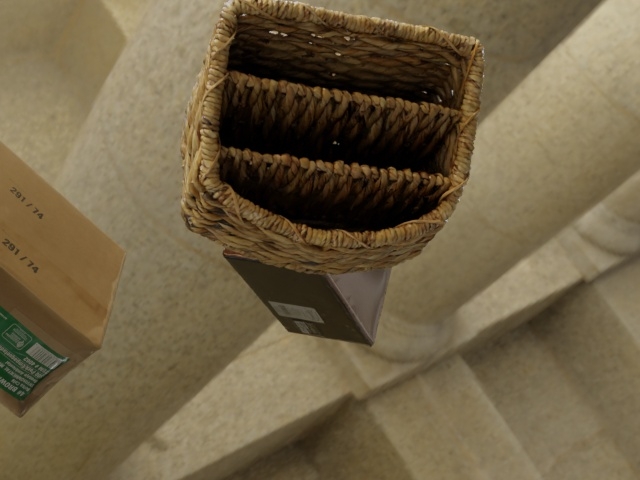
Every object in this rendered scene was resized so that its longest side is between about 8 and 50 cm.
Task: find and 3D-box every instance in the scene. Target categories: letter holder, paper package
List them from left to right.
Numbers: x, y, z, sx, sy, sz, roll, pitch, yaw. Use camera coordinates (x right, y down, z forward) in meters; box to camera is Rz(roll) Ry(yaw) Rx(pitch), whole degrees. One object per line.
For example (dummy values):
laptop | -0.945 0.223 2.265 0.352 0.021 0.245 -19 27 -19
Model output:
paper package | -0.455 0.027 1.479 0.325 0.168 0.309 45 -163 -20
letter holder | 0.000 0.000 1.623 0.152 0.302 0.214 8 -113 21

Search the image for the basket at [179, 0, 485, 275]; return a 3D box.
basket | 0.010 -0.098 1.148 0.299 0.223 0.213 8 -119 -17
